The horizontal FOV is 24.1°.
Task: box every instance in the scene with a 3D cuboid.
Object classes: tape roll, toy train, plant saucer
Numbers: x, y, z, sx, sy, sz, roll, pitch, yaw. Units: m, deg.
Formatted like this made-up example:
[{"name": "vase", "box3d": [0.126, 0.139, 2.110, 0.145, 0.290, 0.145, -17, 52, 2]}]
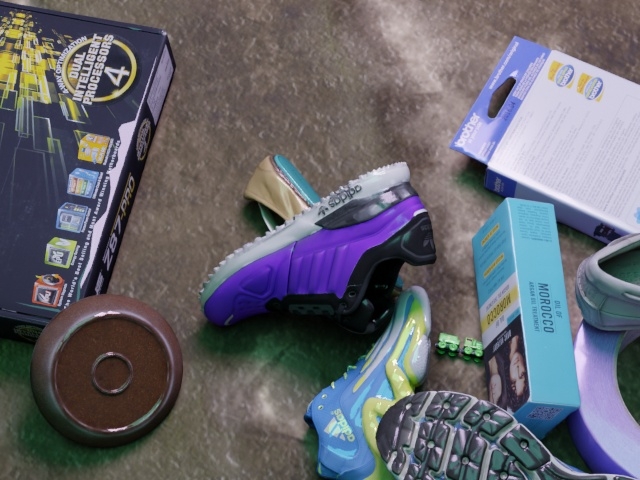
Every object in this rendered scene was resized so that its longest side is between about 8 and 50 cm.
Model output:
[{"name": "tape roll", "box3d": [0.401, 0.158, 1.605, 0.275, 0.090, 0.274, -1, 65, 1]}, {"name": "toy train", "box3d": [0.169, 0.121, 1.672, 0.083, 0.017, 0.023, 12, 55, 8]}, {"name": "plant saucer", "box3d": [-0.227, 0.143, 1.620, 0.168, 0.029, 0.168, -2, 95, -20]}]

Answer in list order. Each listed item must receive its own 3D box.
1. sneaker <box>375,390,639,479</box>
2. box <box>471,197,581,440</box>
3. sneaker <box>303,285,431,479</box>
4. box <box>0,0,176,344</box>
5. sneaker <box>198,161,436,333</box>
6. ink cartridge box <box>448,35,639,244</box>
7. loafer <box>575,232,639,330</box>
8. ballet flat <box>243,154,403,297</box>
[{"name": "sneaker", "box3d": [0.205, 0.265, 1.526, 0.330, 0.147, 0.129, 27, 71, 8]}, {"name": "box", "box3d": [0.219, 0.084, 1.627, 0.060, 0.100, 0.244, 7, 59, -17]}, {"name": "sneaker", "box3d": [0.049, 0.156, 1.618, 0.126, 0.091, 0.240, 7, 67, 7]}, {"name": "box", "box3d": [-0.372, -0.088, 1.751, 0.318, 0.097, 0.395, 11, 67, 9]}, {"name": "sneaker", "box3d": [0.001, 0.046, 1.618, 0.293, 0.102, 0.146, -32, 81, 26]}, {"name": "ink cartridge box", "box3d": [0.325, -0.101, 1.747, 0.311, 0.065, 0.185, 26, 68, 12]}, {"name": "loafer", "box3d": [0.425, 0.028, 1.554, 0.319, 0.111, 0.112, -11, 65, -3]}, {"name": "ballet flat", "box3d": [0.000, 0.000, 1.717, 0.073, 0.080, 0.232, -48, 67, 12]}]
